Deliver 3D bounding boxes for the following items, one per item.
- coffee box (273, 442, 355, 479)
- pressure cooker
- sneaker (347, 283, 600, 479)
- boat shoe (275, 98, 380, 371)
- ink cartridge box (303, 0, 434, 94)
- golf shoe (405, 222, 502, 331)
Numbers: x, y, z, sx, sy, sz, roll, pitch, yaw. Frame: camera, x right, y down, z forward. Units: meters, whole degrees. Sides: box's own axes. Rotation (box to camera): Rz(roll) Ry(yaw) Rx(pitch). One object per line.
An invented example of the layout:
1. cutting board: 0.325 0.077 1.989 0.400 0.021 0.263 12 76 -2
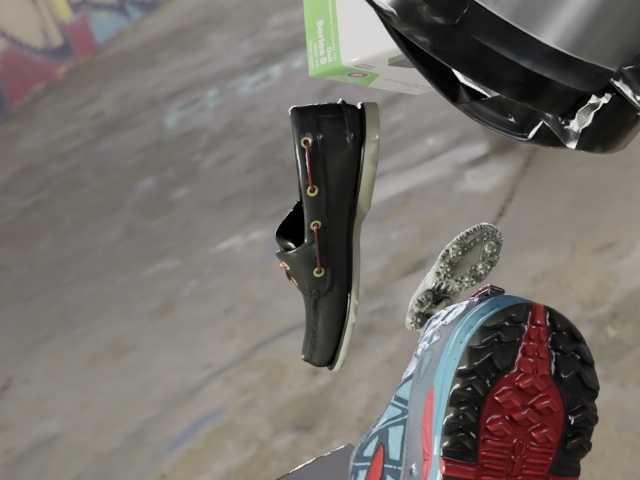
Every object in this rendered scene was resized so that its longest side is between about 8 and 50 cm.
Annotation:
1. coffee box: -0.045 0.407 1.143 0.338 0.334 0.337 -22 -30 -48
2. pressure cooker: 0.192 -0.290 1.263 0.420 0.376 0.370 -54 15 32
3. sneaker: 0.063 0.151 0.850 0.261 0.104 0.125 -69 18 3
4. boat shoe: 0.000 -0.001 0.727 0.042 0.133 0.049 0 30 -7
5. ink cartridge box: 0.144 -0.268 1.980 0.198 0.114 0.273 5 -12 -43
6. golf shoe: 0.166 0.040 2.112 0.176 0.069 0.086 -52 14 17
